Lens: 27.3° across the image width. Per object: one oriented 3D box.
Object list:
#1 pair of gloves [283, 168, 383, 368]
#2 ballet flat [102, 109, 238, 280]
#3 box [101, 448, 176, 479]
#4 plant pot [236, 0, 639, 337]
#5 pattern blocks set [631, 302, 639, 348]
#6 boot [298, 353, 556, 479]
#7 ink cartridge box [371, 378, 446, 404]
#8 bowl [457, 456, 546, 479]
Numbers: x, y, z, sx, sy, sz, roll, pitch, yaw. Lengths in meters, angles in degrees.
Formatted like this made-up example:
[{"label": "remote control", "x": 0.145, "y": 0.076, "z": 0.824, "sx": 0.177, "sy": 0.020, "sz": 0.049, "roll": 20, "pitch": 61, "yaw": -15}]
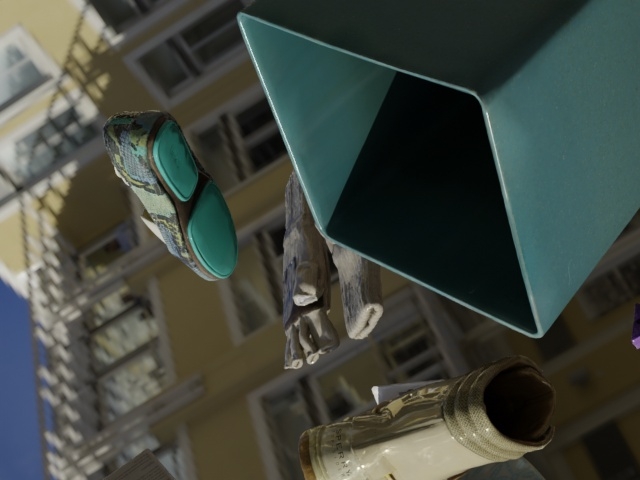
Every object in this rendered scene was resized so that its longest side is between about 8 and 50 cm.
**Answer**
[{"label": "pair of gloves", "x": 0.000, "y": 0.000, "z": 1.178, "sx": 0.240, "sy": 0.042, "sz": 0.204, "roll": 133, "pitch": 135, "yaw": -67}, {"label": "ballet flat", "x": -0.118, "y": -0.037, "z": 1.029, "sx": 0.188, "sy": 0.070, "sz": 0.070, "roll": 70, "pitch": 178, "yaw": -49}, {"label": "box", "x": -0.238, "y": 0.344, "z": 1.689, "sx": 0.087, "sy": 0.101, "sz": 0.102, "roll": 44, "pitch": 146, "yaw": 19}, {"label": "plant pot", "x": 0.113, "y": -0.104, "z": 0.716, "sx": 0.165, "sy": 0.234, "sz": 0.166, "roll": 26, "pitch": 149, "yaw": 40}, {"label": "pattern blocks set", "x": 0.439, "y": 0.051, "z": 1.195, "sx": 0.026, "sy": 0.325, "sz": 0.285, "roll": 41, "pitch": -145, "yaw": -43}, {"label": "boot", "x": 0.129, "y": 0.171, "z": 1.194, "sx": 0.262, "sy": 0.203, "sz": 0.095, "roll": 11, "pitch": -120, "yaw": -55}, {"label": "ink cartridge box", "x": 0.130, "y": 0.264, "z": 1.654, "sx": 0.061, "sy": 0.104, "sz": 0.181, "roll": -72, "pitch": -32, "yaw": -52}, {"label": "bowl", "x": 0.187, "y": 0.392, "z": 1.533, "sx": 0.289, "sy": 0.156, "sz": 0.289, "roll": 39, "pitch": -148, "yaw": -30}]
